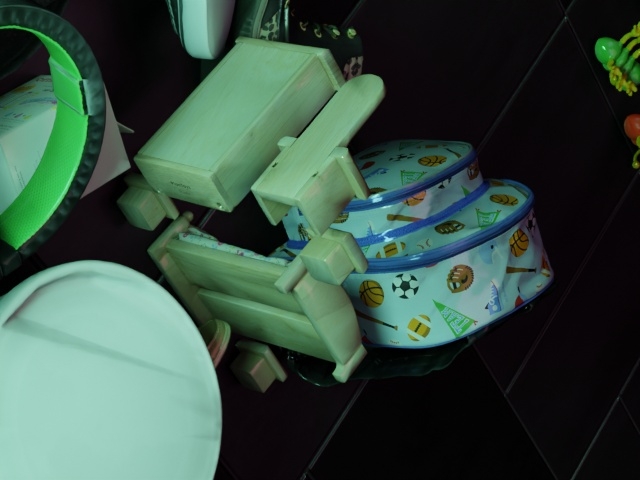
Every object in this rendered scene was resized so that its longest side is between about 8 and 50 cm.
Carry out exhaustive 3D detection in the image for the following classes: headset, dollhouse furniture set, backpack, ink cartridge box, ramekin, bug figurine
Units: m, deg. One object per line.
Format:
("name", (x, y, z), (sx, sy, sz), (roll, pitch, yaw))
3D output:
("headset", (-0.348, -0.052, 1.363), (0.394, 0.185, 0.243), (-34, 138, -32))
("dollhouse furniture set", (0.000, 0.000, 1.682), (0.174, 0.303, 0.355), (-51, 132, -24))
("backpack", (0.101, 0.010, 1.834), (0.276, 0.263, 0.213), (-36, 122, -37))
("ink cartridge box", (-0.244, -0.084, 1.563), (0.143, 0.092, 0.090), (-37, 122, -39))
("ramekin", (-0.226, 0.158, 1.563), (0.273, 0.127, 0.273), (10, 75, -42))
("bug figurine", (0.448, -0.239, 2.319), (0.216, 0.072, 0.279), (46, 68, -35))

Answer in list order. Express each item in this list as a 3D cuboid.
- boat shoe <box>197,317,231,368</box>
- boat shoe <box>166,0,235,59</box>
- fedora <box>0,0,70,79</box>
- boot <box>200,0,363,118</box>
("boat shoe", (-0.142, 0.125, 1.722), (0.045, 0.050, 0.135), (40, 91, -32))
("boat shoe", (-0.140, -0.316, 1.632), (0.108, 0.102, 0.301), (-54, 142, -67))
("fedora", (-0.264, -0.286, 1.450), (0.334, 0.152, 0.334), (-8, 100, -47))
("boot", (-0.034, -0.221, 1.779), (0.178, 0.085, 0.236), (-12, 112, -49))
